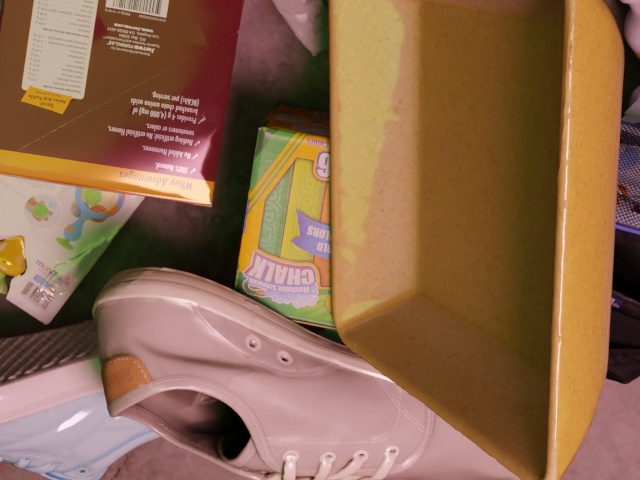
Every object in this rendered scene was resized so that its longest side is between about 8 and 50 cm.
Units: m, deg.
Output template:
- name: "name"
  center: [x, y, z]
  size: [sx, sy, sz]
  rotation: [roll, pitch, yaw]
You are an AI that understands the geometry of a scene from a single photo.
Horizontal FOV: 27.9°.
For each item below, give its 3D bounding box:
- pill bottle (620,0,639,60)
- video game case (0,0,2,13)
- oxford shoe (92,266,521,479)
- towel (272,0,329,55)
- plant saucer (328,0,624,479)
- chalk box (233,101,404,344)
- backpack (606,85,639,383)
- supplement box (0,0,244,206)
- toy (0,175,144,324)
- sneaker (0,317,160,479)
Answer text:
- name: "pill bottle"
  center: [0.318, -0.167, 1.070]
  size: [0.103, 0.103, 0.184]
  rotation: [-36, 111, 13]
- name: "video game case"
  center: [-0.288, -0.237, 1.160]
  size: [0.193, 0.023, 0.212]
  rotation: [31, 107, -4]
- name: "oxford shoe"
  center: [-0.002, 0.162, 1.128]
  size: [0.449, 0.130, 0.169]
  rotation: [24, 146, -25]
- name: "towel"
  center: [0.080, -0.280, 0.988]
  size: [0.324, 0.056, 0.312]
  rotation: [-26, 131, 21]
- name: "plant saucer"
  center: [0.109, -0.041, 0.918]
  size: [0.081, 0.332, 0.333]
  rotation: [-8, 108, -22]
- name: "chalk box"
  center: [0.000, 0.000, 1.144]
  size: [0.132, 0.132, 0.213]
  rotation: [9, 106, 3]
- name: "backpack"
  center: [0.317, 0.016, 1.020]
  size: [0.263, 0.276, 0.213]
  rotation: [24, 73, 32]
- name: "supplement box"
  center: [-0.175, -0.144, 1.084]
  size: [0.191, 0.129, 0.194]
  rotation: [8, 98, -13]
- name: "toy"
  center: [-0.237, -0.057, 1.182]
  size: [0.137, 0.056, 0.237]
  rotation: [36, 91, -16]
- name: "sneaker"
  center: [-0.255, 0.168, 1.157]
  size: [0.365, 0.135, 0.150]
  rotation: [-11, 108, -20]
